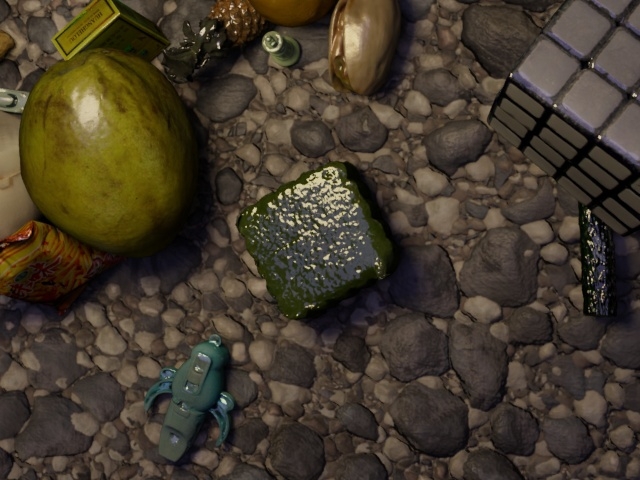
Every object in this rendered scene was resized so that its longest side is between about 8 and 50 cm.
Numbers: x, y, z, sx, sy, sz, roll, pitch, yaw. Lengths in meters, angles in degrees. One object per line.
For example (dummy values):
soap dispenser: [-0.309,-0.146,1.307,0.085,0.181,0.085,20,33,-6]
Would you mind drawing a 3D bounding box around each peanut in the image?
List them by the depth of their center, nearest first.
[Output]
peanut: [-0.722,-0.394,1.936,0.174,0.080,0.080,-17,87,10]

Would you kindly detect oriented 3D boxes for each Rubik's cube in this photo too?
Rubik's cube: [0.517,-0.252,1.524,0.343,0.337,0.344,39,86,8]

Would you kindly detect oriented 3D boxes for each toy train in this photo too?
toy train: [-0.700,-0.301,1.948,0.233,0.051,0.052,10,97,12]

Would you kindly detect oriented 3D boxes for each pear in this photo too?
pear: [-0.390,-0.160,1.723,0.351,0.352,0.414,-2,129,12]

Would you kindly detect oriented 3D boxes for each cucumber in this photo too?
cucumber: [0.502,-0.006,1.694,0.067,0.067,0.294,-3,86,12]

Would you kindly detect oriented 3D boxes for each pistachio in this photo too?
pistachio: [0.083,-0.381,1.745,0.143,0.144,0.215,12,97,11]

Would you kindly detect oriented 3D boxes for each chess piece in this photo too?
chess piece: [-0.081,-0.368,1.767,0.059,0.149,0.059,1,93,12]

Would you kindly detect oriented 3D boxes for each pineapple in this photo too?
pineapple: [-0.206,-0.386,1.771,0.237,0.119,0.111,-42,51,-22]

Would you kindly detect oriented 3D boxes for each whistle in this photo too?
whistle: [-0.253,0.311,1.848,0.186,0.093,0.274,24,99,10]

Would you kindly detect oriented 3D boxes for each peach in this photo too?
peach: [-0.061,-0.518,1.714,0.153,0.251,0.251,-11,89,28]

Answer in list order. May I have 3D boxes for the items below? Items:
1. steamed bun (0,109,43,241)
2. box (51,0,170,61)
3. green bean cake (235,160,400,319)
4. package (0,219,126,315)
steamed bun: [-0.680,-0.088,1.843,0.309,0.309,0.310,0,91,12]
box: [-0.400,-0.384,1.797,0.141,0.220,0.064,-39,76,11]
green bean cake: [0.000,0.000,1.752,0.249,0.156,0.247,-30,84,11]
package: [-0.550,0.050,1.820,0.223,0.288,0.108,-36,58,17]
